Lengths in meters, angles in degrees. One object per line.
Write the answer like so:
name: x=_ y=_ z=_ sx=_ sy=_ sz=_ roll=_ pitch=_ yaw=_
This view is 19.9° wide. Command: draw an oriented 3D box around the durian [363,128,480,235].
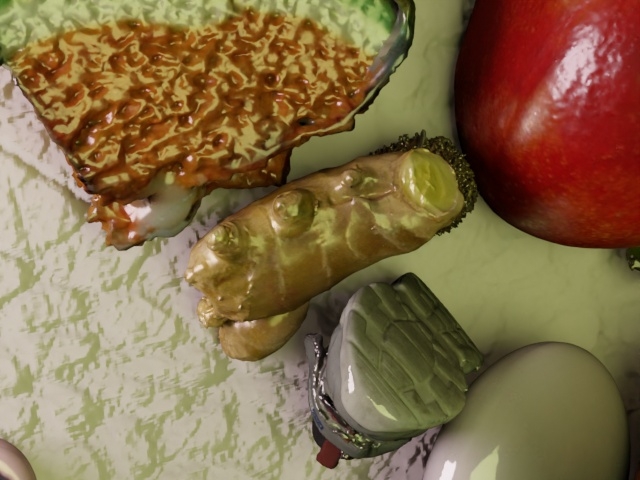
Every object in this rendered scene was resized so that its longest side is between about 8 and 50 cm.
durian: x=0.064 y=-0.037 z=1.249 sx=0.080 sy=0.091 sz=0.080 roll=18 pitch=68 yaw=-55

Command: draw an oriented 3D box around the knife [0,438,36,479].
knife: x=-0.312 y=0.254 z=1.157 sx=0.336 sy=0.043 sz=0.081 roll=-47 pitch=106 yaw=-7

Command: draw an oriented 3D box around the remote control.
remote control: x=0.133 y=0.232 z=1.276 sx=0.221 sy=0.103 sz=0.332 roll=5 pitch=97 yaw=-50

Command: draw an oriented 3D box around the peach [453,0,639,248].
peach: x=0.214 y=-0.118 z=1.240 sx=0.249 sy=0.245 sz=0.274 roll=33 pitch=96 yaw=5

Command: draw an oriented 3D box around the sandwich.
sandwich: x=-0.084 y=-0.114 z=1.161 sx=0.292 sy=0.109 sz=0.212 roll=-18 pitch=113 yaw=-14

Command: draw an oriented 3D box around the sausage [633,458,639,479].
sausage: x=0.318 y=0.231 z=1.263 sx=0.233 sy=0.233 sz=0.287 roll=25 pitch=74 yaw=-23

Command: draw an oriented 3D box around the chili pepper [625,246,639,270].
chili pepper: x=0.305 y=-0.030 z=1.359 sx=0.052 sy=0.050 sz=0.202 roll=42 pitch=75 yaw=17

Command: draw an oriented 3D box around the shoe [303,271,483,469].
shoe: x=0.028 y=0.095 z=1.196 sx=0.125 sy=0.227 sz=0.099 roll=-39 pitch=86 yaw=17

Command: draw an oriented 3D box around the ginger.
ginger: x=-0.013 y=-0.002 z=1.184 sx=0.205 sy=0.081 sz=0.115 roll=-40 pitch=114 yaw=18
